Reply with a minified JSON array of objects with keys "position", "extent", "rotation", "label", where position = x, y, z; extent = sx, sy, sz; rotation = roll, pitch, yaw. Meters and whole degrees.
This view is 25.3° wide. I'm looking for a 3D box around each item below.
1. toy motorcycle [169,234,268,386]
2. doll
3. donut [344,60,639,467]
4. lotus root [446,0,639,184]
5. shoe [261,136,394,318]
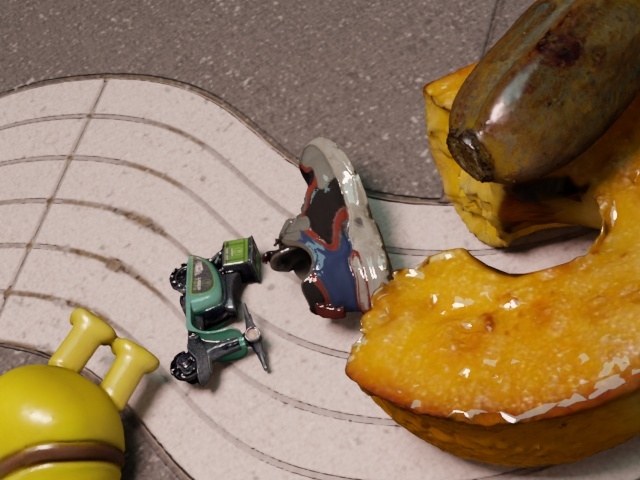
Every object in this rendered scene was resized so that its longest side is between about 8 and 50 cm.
[{"position":[-0.108,0.077,1.492],"extent":[0.100,0.058,0.173],"rotation":[-10,49,9],"label":"toy motorcycle"},{"position":[-0.280,0.237,1.375],"extent":[0.199,0.145,0.363],"rotation":[32,63,-4],"label":"doll"},{"position":[0.236,0.027,1.318],"extent":[0.377,0.163,0.435],"rotation":[8,56,27],"label":"donut"},{"position":[0.209,-0.140,1.277],"extent":[0.241,0.123,0.124],"rotation":[-47,24,-16],"label":"lotus root"},{"position":[0.000,0.000,1.476],"extent":[0.125,0.099,0.227],"rotation":[-23,53,1],"label":"shoe"}]
